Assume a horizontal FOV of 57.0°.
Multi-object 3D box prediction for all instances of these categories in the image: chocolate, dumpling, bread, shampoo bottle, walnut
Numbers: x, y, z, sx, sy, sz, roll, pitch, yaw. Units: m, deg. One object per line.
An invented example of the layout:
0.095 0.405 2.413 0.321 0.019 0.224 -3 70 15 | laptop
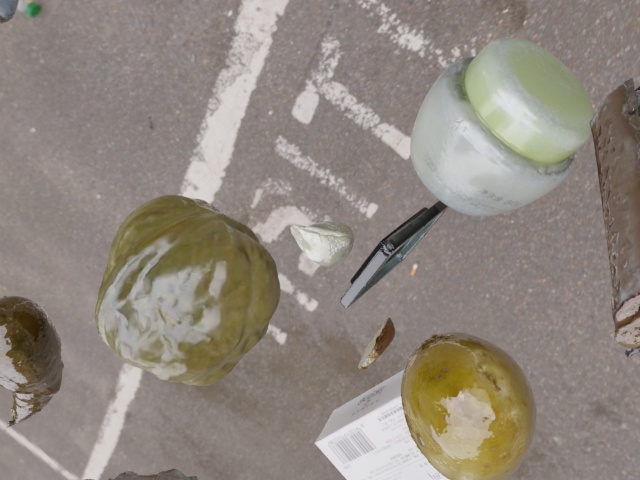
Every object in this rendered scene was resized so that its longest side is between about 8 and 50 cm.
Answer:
0.309 -0.045 0.569 0.065 0.329 0.102 30 138 -14 | chocolate
0.001 -0.001 1.528 0.167 0.216 0.126 20 97 -7 | dumpling
0.142 0.263 1.457 0.044 0.126 0.129 36 135 3 | bread
0.353 -0.216 1.196 0.322 0.322 0.317 40 136 2 | shampoo bottle
-0.208 0.079 0.922 0.253 0.282 0.276 20 108 -25 | walnut

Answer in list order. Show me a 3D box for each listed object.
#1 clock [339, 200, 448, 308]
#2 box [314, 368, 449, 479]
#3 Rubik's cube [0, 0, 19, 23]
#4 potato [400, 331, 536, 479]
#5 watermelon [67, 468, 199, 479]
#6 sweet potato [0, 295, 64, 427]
0.175 0.025 1.428 0.049 0.279 0.273 46 140 12 | clock
0.161 0.381 1.140 0.203 0.116 0.274 48 122 -2 | box
-0.433 -0.322 0.616 0.254 0.254 0.254 17 130 22 | Rubik's cube
0.188 0.200 0.742 0.178 0.203 0.158 -2 157 9 | potato
-0.272 0.413 0.715 0.193 0.310 0.231 33 154 49 | watermelon
-0.526 0.220 1.046 0.130 0.130 0.422 34 141 8 | sweet potato
